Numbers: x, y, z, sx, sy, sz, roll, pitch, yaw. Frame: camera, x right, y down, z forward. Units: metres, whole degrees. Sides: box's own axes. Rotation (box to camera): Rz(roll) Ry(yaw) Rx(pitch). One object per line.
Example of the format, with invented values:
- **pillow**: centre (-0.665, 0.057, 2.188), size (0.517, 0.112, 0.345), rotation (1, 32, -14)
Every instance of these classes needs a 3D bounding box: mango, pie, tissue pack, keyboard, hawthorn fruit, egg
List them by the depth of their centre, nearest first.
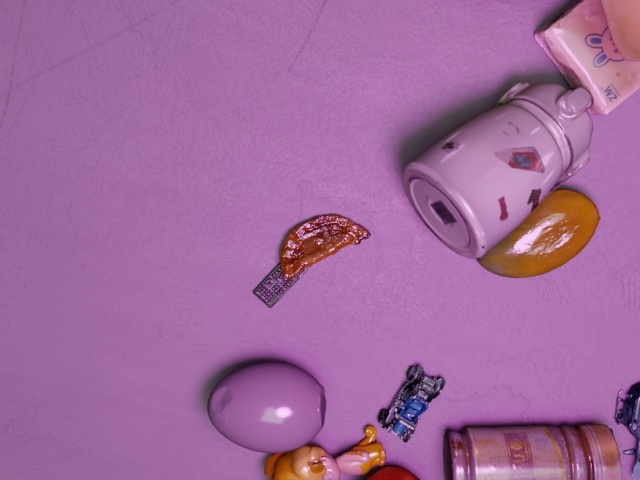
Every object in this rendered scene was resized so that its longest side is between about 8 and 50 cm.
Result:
- **tissue pack**: centre (0.512, -0.348, 1.429), size (0.148, 0.092, 0.196), rotation (-39, 99, 7)
- **mango**: centre (0.423, -0.003, 1.505), size (0.237, 0.091, 0.137), rotation (-42, 93, 13)
- **egg**: centre (-0.106, 0.325, 1.531), size (0.231, 0.176, 0.176), rotation (5, 102, 5)
- **pie**: centre (-0.003, -0.001, 1.532), size (0.191, 0.033, 0.088), rotation (-27, 89, -7)
- **keyboard**: centre (-0.067, 0.066, 1.561), size (0.053, 0.010, 0.155), rotation (41, 99, -9)
- **hawthorn fruit**: centre (0.133, 0.544, 1.578), size (0.179, 0.173, 0.174), rotation (-13, 103, -29)

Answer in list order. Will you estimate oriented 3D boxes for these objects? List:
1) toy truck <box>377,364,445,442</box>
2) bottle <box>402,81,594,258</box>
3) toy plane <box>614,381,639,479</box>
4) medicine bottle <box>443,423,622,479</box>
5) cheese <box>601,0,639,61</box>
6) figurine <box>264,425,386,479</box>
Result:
- **toy truck**: centre (0.185, 0.333, 1.581), size (0.080, 0.078, 0.154), rotation (30, 100, -7)
- **bottle**: centre (0.335, -0.148, 1.405), size (0.351, 0.229, 0.229), rotation (-39, 100, -14)
- **toy plane**: centre (0.659, 0.381, 1.602), size (0.096, 0.060, 0.235), rotation (2, 98, -13)
- **medicine bottle**: centre (0.416, 0.449, 1.565), size (0.322, 0.151, 0.151), rotation (-2, 102, 1)
- **cheese**: centre (0.542, -0.470, 1.280), size (0.123, 0.266, 0.242), rotation (1, 145, 38)
- **figurine**: centre (0.010, 0.463, 1.595), size (0.246, 0.131, 0.156), rotation (-11, 142, -12)
